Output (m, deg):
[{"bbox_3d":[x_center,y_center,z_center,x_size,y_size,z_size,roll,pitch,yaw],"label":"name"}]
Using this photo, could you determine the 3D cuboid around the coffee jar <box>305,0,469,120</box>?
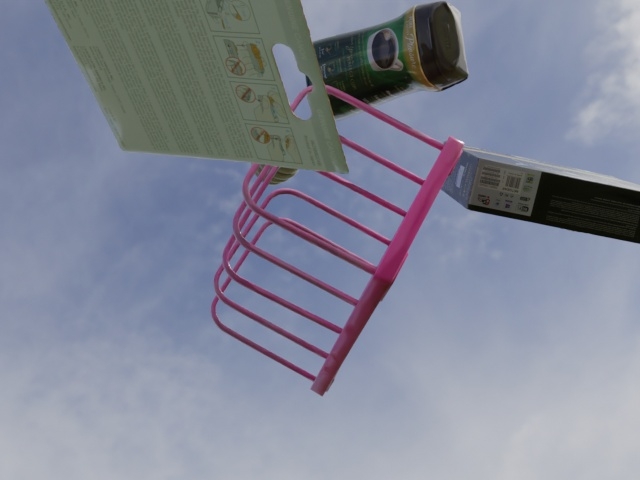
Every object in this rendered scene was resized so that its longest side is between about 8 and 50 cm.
[{"bbox_3d":[0.076,-0.203,1.065,0.184,0.096,0.079,-12,-11,31],"label":"coffee jar"}]

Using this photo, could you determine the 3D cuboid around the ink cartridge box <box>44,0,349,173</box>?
[{"bbox_3d":[-0.094,-0.146,0.762,0.232,0.066,0.189,4,-41,22],"label":"ink cartridge box"}]

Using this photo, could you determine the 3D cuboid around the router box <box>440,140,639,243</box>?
[{"bbox_3d":[0.352,-0.076,1.458,0.308,0.243,0.081,11,-79,-6],"label":"router box"}]

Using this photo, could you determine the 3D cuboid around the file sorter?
[{"bbox_3d":[0.000,0.000,1.058,0.182,0.202,0.291,29,-33,3],"label":"file sorter"}]

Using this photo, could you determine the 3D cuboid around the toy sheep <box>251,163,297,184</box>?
[{"bbox_3d":[-0.068,-0.137,1.493,0.091,0.091,0.132,3,-28,-29],"label":"toy sheep"}]
